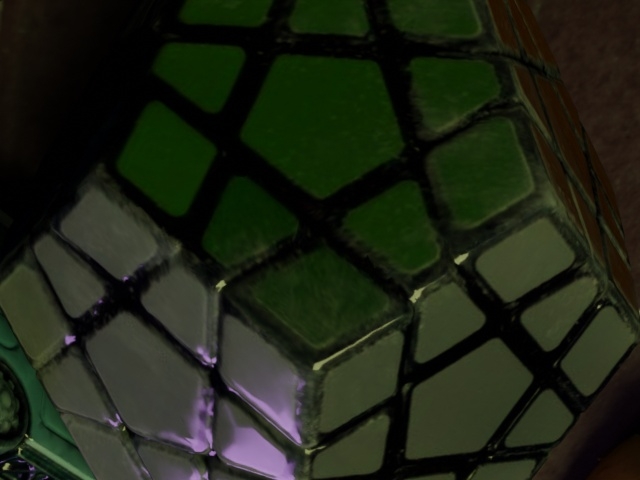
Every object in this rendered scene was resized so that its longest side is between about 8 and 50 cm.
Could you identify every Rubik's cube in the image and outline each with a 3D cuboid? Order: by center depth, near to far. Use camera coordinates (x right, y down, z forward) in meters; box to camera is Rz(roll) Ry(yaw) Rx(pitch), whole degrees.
[{"bbox_3d":[0.000,0.000,0.653,0.264,0.319,0.319,30,110,-17],"label":"Rubik's cube"}]

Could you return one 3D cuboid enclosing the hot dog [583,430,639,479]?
[{"bbox_3d":[0.262,0.250,1.107,0.194,0.107,0.326,16,127,-24],"label":"hot dog"}]

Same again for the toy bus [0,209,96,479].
[{"bbox_3d":[-0.179,0.078,0.700,0.133,0.164,0.271,-23,136,22],"label":"toy bus"}]
